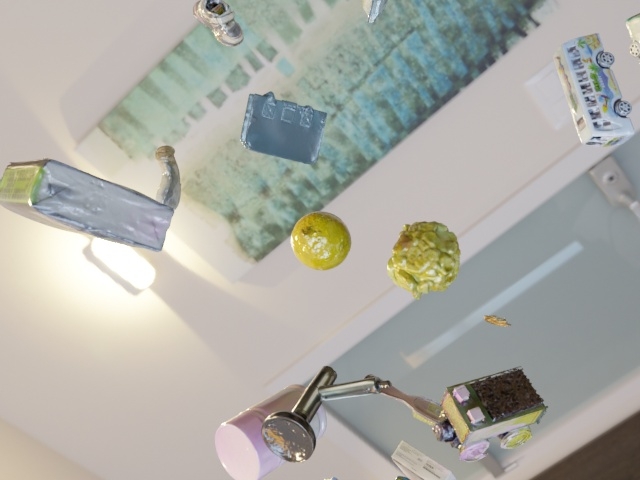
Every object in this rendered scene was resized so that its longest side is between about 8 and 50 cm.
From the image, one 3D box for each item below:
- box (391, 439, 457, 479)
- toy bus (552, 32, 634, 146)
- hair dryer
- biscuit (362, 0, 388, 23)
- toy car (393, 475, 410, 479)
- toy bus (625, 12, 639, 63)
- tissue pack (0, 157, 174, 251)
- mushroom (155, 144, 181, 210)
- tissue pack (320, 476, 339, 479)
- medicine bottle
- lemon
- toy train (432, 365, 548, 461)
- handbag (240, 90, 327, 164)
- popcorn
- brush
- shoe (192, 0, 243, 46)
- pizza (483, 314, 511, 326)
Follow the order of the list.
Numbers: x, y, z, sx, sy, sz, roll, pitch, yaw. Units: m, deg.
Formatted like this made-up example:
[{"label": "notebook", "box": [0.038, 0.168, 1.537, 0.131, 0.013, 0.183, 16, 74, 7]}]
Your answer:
[{"label": "box", "box": [0.236, 0.514, 1.386, 0.130, 0.051, 0.129, 25, 158, 40]}, {"label": "toy bus", "box": [0.794, -0.431, 1.840, 0.109, 0.136, 0.329, 102, 156, -75]}, {"label": "hair dryer", "box": [0.021, 0.439, 1.757, 0.155, 0.284, 0.320, 52, -138, -5]}, {"label": "biscuit", "box": [0.147, -0.722, 1.648, 0.079, 0.186, 0.309, 5, -128, -8]}, {"label": "toy car", "box": [0.260, 0.655, 1.626, 0.191, 0.097, 0.100, 49, -125, -33]}, {"label": "toy bus", "box": [0.735, -0.364, 1.331, 0.109, 0.091, 0.261, -141, 26, -82]}, {"label": "tissue pack", "box": [-0.538, -0.078, 1.412, 0.288, 0.124, 0.394, 23, 171, -34]}, {"label": "mushroom", "box": [-0.521, -0.213, 2.159, 0.092, 0.223, 0.081, -3, -164, -29]}, {"label": "tissue pack", "box": [0.063, 0.752, 1.810, 0.155, 0.115, 0.065, 44, -121, 2]}, {"label": "medicine bottle", "box": [-0.151, 0.599, 1.980, 0.316, 0.202, 0.202, -17, -114, -48]}, {"label": "lemon", "box": [0.000, 0.000, 1.808, 0.173, 0.173, 0.206, 56, -170, 19]}, {"label": "toy train", "box": [0.393, 0.407, 1.463, 0.177, 0.261, 0.134, 99, 154, -46]}, {"label": "handbag", "box": [-0.105, -0.324, 1.808, 0.229, 0.179, 0.062, 9, -172, -25]}, {"label": "popcorn", "box": [0.290, 0.053, 1.807, 0.217, 0.235, 0.181, 24, 166, 30]}, {"label": "brush", "box": [0.263, 0.482, 1.838, 0.313, 0.067, 0.072, 23, -142, 7]}, {"label": "shoe", "box": [-0.295, -0.667, 1.881, 0.180, 0.089, 0.092, 42, 157, -4]}, {"label": "pizza", "box": [0.472, 0.213, 1.682, 0.083, 0.037, 0.016, 17, -120, -11]}]
